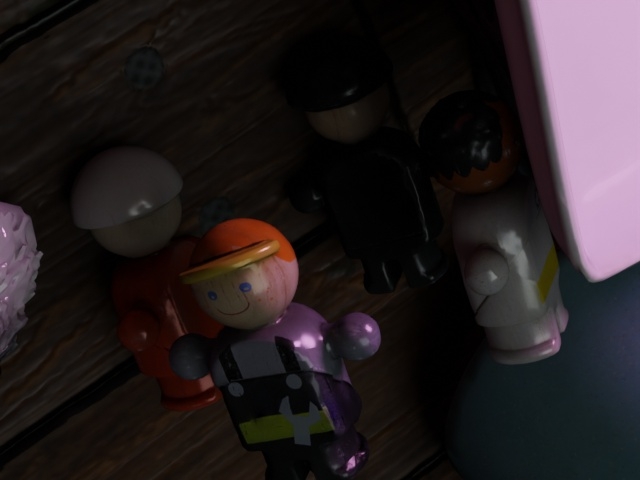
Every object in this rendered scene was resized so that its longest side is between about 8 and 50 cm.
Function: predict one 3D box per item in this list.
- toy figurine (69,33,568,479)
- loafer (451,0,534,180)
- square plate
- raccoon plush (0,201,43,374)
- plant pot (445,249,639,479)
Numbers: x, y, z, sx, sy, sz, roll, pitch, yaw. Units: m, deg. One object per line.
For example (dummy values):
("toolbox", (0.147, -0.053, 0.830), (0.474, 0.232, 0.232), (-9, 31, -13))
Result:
("toy figurine", (0.000, 0.000, 0.756), (0.213, 0.209, 0.148), (-27, 113, -18))
("loafer", (0.123, -0.143, 0.839), (0.109, 0.095, 0.302), (-37, 126, -14))
("square plate", (0.172, -0.186, 0.771), (0.344, 0.049, 0.347), (-21, 99, -45))
("raccoon plush", (-0.223, 0.213, 0.650), (0.216, 0.299, 0.446), (9, 106, -35))
("plant pot", (0.250, 0.115, 0.920), (0.290, 0.195, 0.290), (-26, 145, -21))
